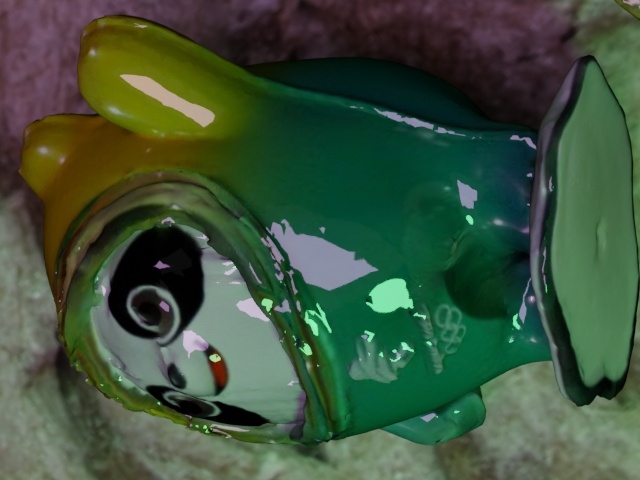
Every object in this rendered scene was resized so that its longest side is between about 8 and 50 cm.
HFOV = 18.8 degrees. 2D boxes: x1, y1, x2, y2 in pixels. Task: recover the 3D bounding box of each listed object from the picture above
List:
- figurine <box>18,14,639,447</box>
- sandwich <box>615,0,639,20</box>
[{"bbox_3d":[0.000,0.000,1.117,0.340,0.231,0.324,1,132,22],"label":"figurine"},{"bbox_3d":[0.272,-0.205,1.041,0.249,0.095,0.273,45,113,2],"label":"sandwich"}]
